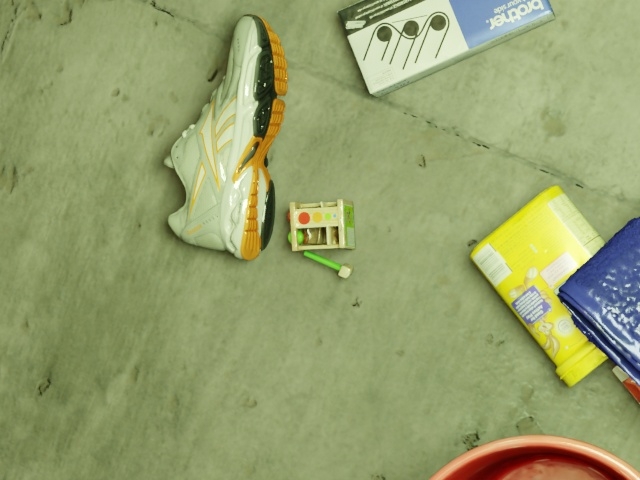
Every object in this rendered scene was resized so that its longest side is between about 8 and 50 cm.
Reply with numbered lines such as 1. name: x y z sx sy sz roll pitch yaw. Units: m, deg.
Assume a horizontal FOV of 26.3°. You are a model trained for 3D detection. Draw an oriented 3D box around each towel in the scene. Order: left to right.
1. towel: 0.407 0.032 1.299 0.308 0.076 0.228 -41 73 -9

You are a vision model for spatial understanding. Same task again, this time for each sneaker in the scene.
1. sneaker: -0.110 -0.115 1.474 0.121 0.099 0.263 7 89 19

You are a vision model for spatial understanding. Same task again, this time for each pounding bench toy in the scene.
1. pounding bench toy: 0.000 0.000 1.462 0.065 0.052 0.083 -4 88 14

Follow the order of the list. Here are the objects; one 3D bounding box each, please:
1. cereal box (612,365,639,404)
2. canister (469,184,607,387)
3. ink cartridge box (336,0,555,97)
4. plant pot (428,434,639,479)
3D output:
1. cereal box: 0.430 0.167 1.350 0.173 0.047 0.240 -41 80 8
2. canister: 0.248 0.044 1.388 0.126 0.073 0.170 -40 78 10
3. ink cartridge box: 0.132 -0.237 1.438 0.207 0.046 0.097 -23 84 12
4. plant pot: 0.217 0.308 1.301 0.274 0.243 0.275 -1 88 15
